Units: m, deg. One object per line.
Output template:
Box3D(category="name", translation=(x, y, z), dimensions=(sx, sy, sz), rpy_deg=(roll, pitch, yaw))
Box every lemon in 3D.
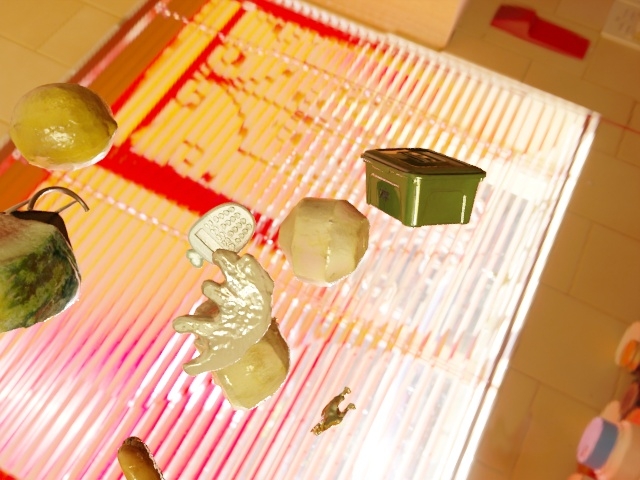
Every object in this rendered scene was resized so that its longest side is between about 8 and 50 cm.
Box3D(category="lemon", translation=(-0.727, -0.322, 1.805), dimensions=(0.260, 0.284, 0.260), rpy_deg=(4, -90, -70))

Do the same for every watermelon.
Box3D(category="watermelon", translation=(-0.588, 0.060, 1.143), dimensions=(0.310, 0.231, 0.193), rpy_deg=(-16, -28, -42))

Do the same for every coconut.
Box3D(category="coconut", translation=(-0.220, 0.347, 1.937), dimensions=(0.255, 0.297, 0.297), rpy_deg=(-32, -23, -19))
Box3D(category="coconut", translation=(0.000, 0.000, 1.578), dimensions=(0.236, 0.237, 0.197), rpy_deg=(-66, -18, 4))

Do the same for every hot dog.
Box3D(category="hot dog", translation=(-0.289, 0.388, 1.050), dimensions=(0.060, 0.140, 0.090), rpy_deg=(-22, 6, -18))

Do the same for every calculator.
Box3D(category="calculator", translation=(-0.358, -0.014, 2.238), dimensions=(0.295, 0.184, 0.042), rpy_deg=(-40, 16, 15))

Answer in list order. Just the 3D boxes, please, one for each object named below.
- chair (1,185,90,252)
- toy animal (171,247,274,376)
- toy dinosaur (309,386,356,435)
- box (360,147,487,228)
Box3D(category="chair", translation=(-0.777, -0.020, 1.752), dimensions=(0.272, 0.166, 0.188), rpy_deg=(-27, -14, 30))
Box3D(category="toy animal", translation=(-0.228, 0.144, 1.563), dimensions=(0.188, 0.266, 0.307), rpy_deg=(-73, -29, -69))
Box3D(category="toy dinosaur", translation=(0.021, 0.415, 1.483), dimensions=(0.142, 0.057, 0.212), rpy_deg=(-39, -13, -26))
Box3D(category="box", translation=(0.274, -0.151, 1.776), dimensions=(0.329, 0.253, 0.177), rpy_deg=(-137, 46, -61))
